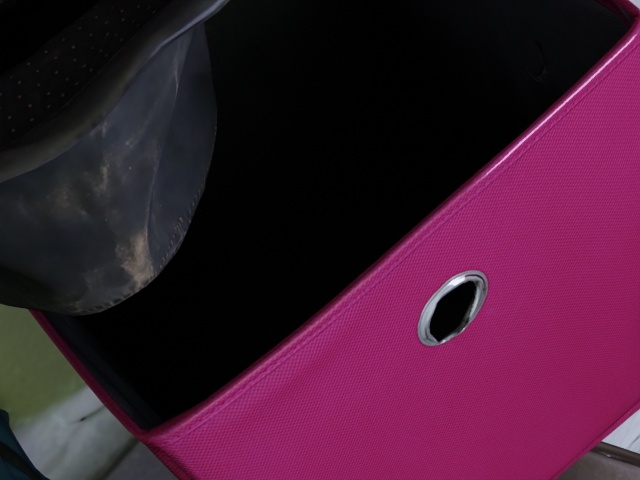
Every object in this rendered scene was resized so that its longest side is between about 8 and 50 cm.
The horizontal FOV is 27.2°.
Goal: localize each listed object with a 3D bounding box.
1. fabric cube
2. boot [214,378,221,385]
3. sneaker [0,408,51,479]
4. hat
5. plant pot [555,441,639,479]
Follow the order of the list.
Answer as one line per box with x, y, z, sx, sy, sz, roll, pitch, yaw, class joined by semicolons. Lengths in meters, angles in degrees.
0.000;0.000;0.648;0.254;0.259;0.258;-40;141;-9;fabric cube
0.027;0.105;0.884;0.178;0.085;0.236;-42;135;-11;boot
-0.222;0.107;0.722;0.069;0.082;0.209;-26;123;25;sneaker
-0.115;-0.053;0.481;0.331;0.331;0.134;-33;123;-14;hat
0.194;0.273;1.029;0.263;0.263;0.229;16;90;-42;plant pot
